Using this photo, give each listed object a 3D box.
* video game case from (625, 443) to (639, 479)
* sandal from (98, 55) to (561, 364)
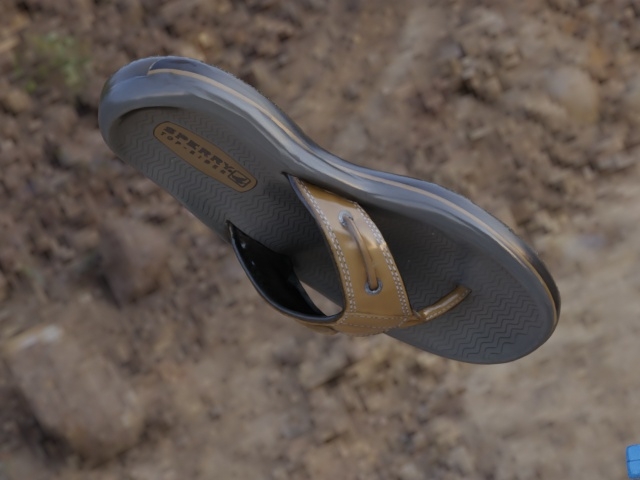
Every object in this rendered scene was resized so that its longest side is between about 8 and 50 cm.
[{"bbox_3d":[0.217,0.081,0.725,0.166,0.015,0.119,-12,-17,33],"label":"video game case"},{"bbox_3d":[0.000,0.000,0.805,0.090,0.219,0.060,-38,27,44],"label":"sandal"}]
